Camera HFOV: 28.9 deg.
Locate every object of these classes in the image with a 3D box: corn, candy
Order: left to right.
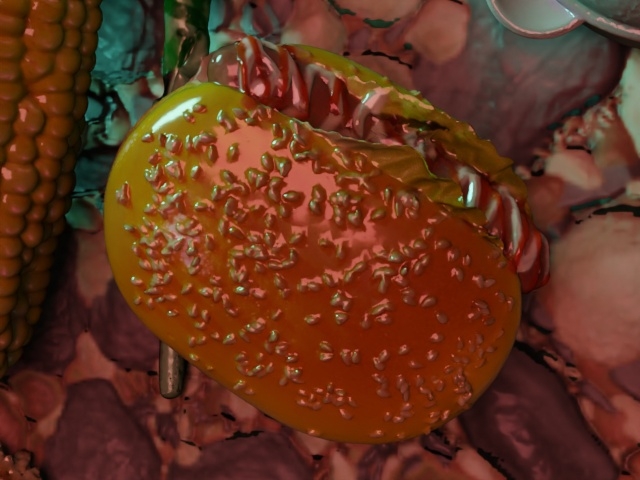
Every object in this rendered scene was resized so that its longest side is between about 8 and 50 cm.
[{"bbox_3d":[-0.184,-0.058,0.635,0.130,0.130,0.347,22,109,13],"label":"corn"},{"bbox_3d":[-0.073,-0.073,0.668,0.097,0.097,0.323,4,97,13],"label":"candy"}]

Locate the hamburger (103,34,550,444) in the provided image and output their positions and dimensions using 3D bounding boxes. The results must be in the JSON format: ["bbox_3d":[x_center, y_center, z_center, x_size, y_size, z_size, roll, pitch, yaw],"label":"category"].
[{"bbox_3d":[0.000,0.000,0.604,0.210,0.116,0.173,33,96,-7],"label":"hamburger"}]

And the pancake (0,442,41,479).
[{"bbox_3d":[-0.173,0.237,0.695,0.266,0.057,0.244,7,81,9],"label":"pancake"}]

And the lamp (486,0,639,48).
[{"bbox_3d":[0.198,-0.181,0.585,0.246,0.108,0.179,-1,92,13],"label":"lamp"}]
